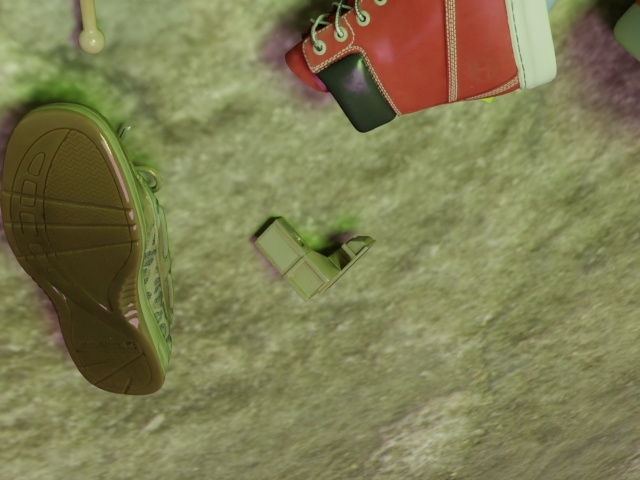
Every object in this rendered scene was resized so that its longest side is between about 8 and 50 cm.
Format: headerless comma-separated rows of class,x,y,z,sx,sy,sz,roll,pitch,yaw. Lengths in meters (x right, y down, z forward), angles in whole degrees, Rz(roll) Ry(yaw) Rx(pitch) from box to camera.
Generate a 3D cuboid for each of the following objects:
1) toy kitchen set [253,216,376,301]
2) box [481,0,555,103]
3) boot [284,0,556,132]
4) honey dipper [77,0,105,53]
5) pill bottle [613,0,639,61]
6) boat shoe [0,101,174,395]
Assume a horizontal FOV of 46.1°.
toy kitchen set,0.000,0.000,0.706,0.068,0.075,0.083,-45,174,24
box,0.130,-0.196,0.564,0.109,0.042,0.178,8,127,-32
boot,0.043,-0.184,0.478,0.176,0.088,0.244,-14,127,11
honey dipper,-0.147,-0.186,0.453,0.030,0.030,0.161,-9,136,-18
pill bottle,0.433,-0.236,0.538,0.224,0.224,0.392,19,122,-38
boat shoe,-0.173,0.006,0.602,0.104,0.089,0.285,6,131,4
